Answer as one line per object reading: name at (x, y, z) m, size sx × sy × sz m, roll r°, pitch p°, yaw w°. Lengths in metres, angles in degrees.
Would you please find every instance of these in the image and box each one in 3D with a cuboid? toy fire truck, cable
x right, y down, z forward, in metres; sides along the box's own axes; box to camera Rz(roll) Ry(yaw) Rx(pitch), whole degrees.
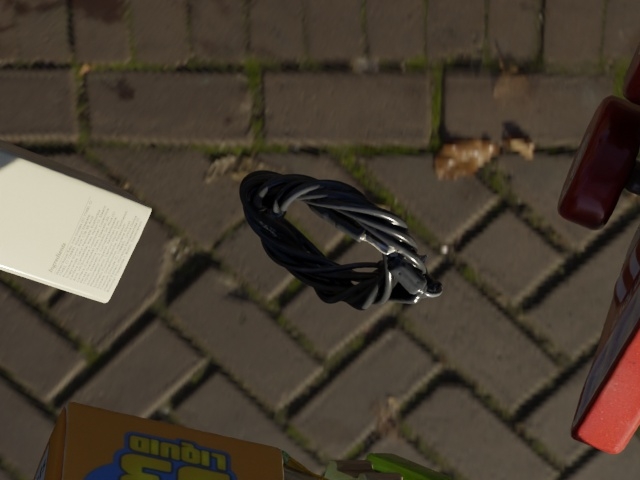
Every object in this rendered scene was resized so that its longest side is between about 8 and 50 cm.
toy fire truck at (0.262, -0.023, 1.064) m, size 0.169 × 0.254 × 0.302 m, roll 23°, pitch 137°, yaw 2°
cable at (0.000, 0.000, 1.207) m, size 0.150 × 0.184 × 0.047 m, roll 41°, pitch 70°, yaw -34°

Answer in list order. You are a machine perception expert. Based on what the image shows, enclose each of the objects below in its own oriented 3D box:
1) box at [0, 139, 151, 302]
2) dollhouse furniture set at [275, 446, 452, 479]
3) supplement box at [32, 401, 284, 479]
box at (-0.303, -0.036, 1.471) m, size 0.275 × 0.094 × 0.113 m, roll 24°, pitch 94°, yaw -42°
dollhouse furniture set at (0.009, 0.266, 1.252) m, size 0.198 × 0.302 × 0.151 m, roll 17°, pitch 95°, yaw 42°
supplement box at (-0.082, 0.161, 0.527) m, size 0.078 × 0.080 × 0.233 m, roll 16°, pitch 129°, yaw -15°
